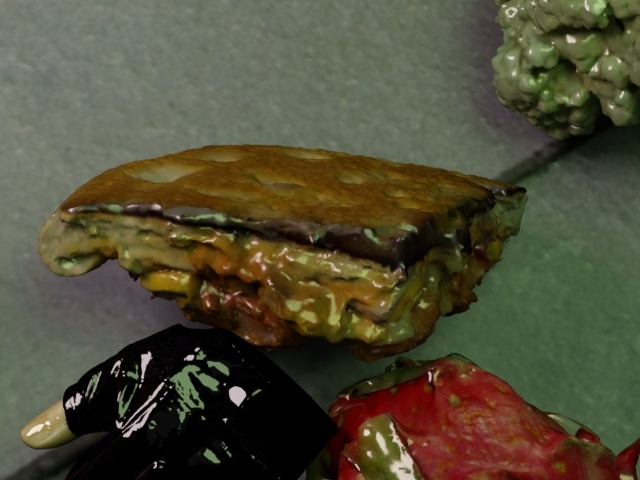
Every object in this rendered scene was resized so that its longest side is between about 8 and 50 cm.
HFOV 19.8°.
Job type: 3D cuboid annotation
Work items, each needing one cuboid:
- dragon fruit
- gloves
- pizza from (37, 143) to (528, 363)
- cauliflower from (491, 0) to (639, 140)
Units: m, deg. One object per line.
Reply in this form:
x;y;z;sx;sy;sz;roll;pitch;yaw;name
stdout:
0.097;0.213;1.260;0.231;0.237;0.302;-2;54;-42;dragon fruit
-0.112;0.149;1.241;0.164;0.124;0.203;41;97;-16;gloves
0.000;0.000;1.334;0.409;0.114;0.278;-7;25;-36;pizza
0.264;-0.176;1.496;0.260;0.327;0.281;-23;119;-12;cauliflower
